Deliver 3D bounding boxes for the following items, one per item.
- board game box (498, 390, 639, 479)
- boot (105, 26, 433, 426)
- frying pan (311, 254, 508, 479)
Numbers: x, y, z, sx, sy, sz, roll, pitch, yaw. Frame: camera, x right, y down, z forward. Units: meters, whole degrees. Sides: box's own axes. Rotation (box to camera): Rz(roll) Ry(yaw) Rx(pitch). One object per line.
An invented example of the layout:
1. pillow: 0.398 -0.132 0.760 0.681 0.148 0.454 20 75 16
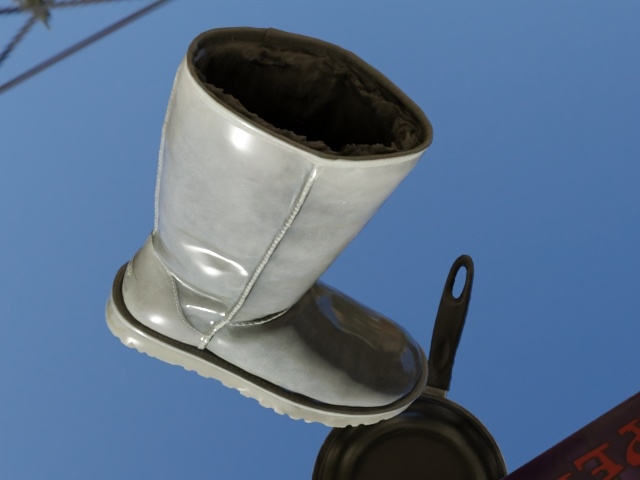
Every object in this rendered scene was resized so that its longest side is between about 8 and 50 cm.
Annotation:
1. board game box: 0.030 0.214 0.411 0.347 0.208 0.056 -33 -154 -2
2. boot: 0.001 0.002 0.567 0.190 0.208 0.076 15 -130 -17
3. frying pan: 0.082 0.188 1.246 0.197 0.053 0.326 -9 -109 7
